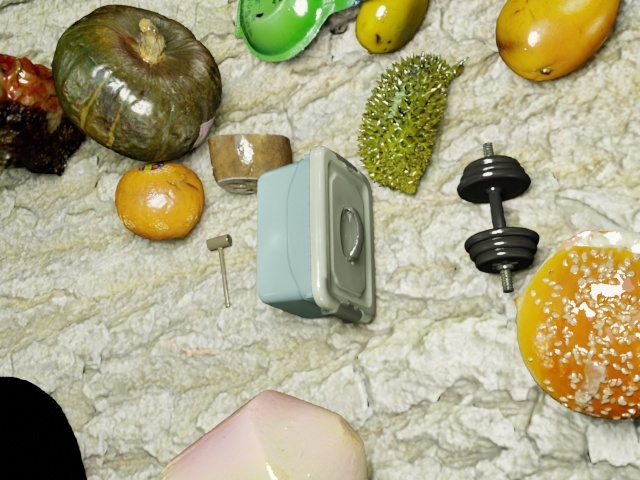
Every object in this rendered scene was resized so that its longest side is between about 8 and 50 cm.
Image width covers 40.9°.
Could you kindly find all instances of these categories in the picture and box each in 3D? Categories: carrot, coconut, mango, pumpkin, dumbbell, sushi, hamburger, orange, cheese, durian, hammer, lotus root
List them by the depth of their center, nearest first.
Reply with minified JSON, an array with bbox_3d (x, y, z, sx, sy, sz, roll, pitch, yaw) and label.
[{"bbox_3d":[0.343,0.100,1.019,0.236,0.147,0.237,-6,74,20],"label":"hamburger"},{"bbox_3d":[-0.052,0.307,1.065,0.245,0.233,0.233,-35,66,14],"label":"coconut"},{"bbox_3d":[0.232,-0.033,1.124,0.099,0.099,0.209,-10,69,16],"label":"dumbbell"},{"bbox_3d":[-0.420,0.366,1.167,0.224,0.224,0.341,-33,70,7],"label":"carrot"},{"bbox_3d":[0.330,-0.316,1.169,0.144,0.112,0.219,32,82,27],"label":"mango"},{"bbox_3d":[0.115,-0.185,1.217,0.137,0.095,0.221,17,74,22],"label":"durian"},{"bbox_3d":[0.113,-0.347,1.258,0.076,0.103,0.161,29,85,33],"label":"mango"},{"bbox_3d":[-0.105,-0.118,1.260,0.122,0.112,0.081,-1,80,18],"label":"lotus root"},{"bbox_3d":[-0.266,-0.247,1.272,0.260,0.260,0.189,50,132,25],"label":"pumpkin"},{"bbox_3d":[-0.145,0.047,1.280,0.035,0.019,0.110,-14,75,15],"label":"hammer"},{"bbox_3d":[-0.239,-0.056,1.284,0.135,0.135,0.118,-8,105,17],"label":"orange"},{"bbox_3d":[-0.019,-0.373,1.287,0.320,0.083,0.204,-4,76,41],"label":"cheese"},{"bbox_3d":[-0.514,-0.217,1.310,0.196,0.343,0.182,28,98,27],"label":"sushi"}]

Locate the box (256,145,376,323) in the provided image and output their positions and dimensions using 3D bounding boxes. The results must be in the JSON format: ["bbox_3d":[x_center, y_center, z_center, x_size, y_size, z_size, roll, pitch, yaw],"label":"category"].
[{"bbox_3d":[0.000,0.000,1.168,0.130,0.162,0.227,-11,70,27],"label":"box"}]
